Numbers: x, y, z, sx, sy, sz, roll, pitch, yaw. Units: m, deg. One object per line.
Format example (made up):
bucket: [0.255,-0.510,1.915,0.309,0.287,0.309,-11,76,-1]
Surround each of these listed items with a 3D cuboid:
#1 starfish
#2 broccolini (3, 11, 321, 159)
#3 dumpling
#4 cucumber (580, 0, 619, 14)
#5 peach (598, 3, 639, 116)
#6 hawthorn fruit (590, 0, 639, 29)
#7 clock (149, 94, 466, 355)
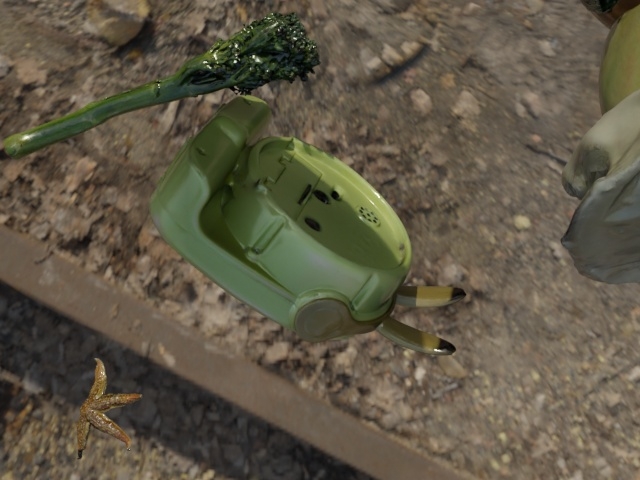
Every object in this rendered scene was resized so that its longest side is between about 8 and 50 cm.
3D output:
starfish: [-0.298,0.237,1.403,0.041,0.133,0.130,28,98,-50]
broccolini: [-0.117,-0.106,0.748,0.239,0.054,0.051,-16,94,10]
dumpling: [0.196,-0.038,0.624,0.150,0.176,0.092,-20,74,-23]
cucumber: [0.200,-0.250,0.825,0.067,0.293,0.067,-8,73,27]
peach: [0.397,-0.148,0.935,0.292,0.247,0.292,3,72,-9]
hawthorn fruit: [0.456,-0.426,1.388,0.325,0.308,0.308,34,102,-8]
clock: [0.000,0.000,0.757,0.232,0.170,0.069,36,116,-6]
